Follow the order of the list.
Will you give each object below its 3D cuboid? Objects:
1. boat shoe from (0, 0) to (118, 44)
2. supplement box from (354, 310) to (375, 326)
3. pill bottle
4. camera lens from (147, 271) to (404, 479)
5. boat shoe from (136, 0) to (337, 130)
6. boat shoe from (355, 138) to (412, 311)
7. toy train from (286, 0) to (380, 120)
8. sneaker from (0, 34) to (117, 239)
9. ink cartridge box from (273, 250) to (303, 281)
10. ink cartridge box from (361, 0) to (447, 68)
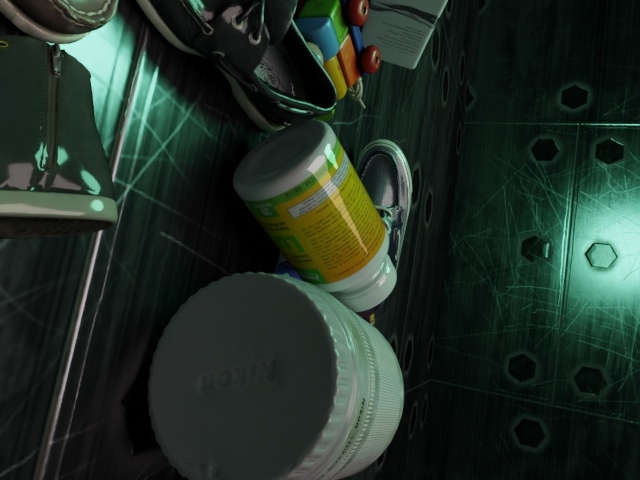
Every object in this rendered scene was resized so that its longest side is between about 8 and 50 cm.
[{"bbox_3d":[-0.171,-0.284,0.258,0.116,0.097,0.324,-45,136,-56],"label":"boat shoe"},{"bbox_3d":[0.097,0.207,1.085,0.055,0.043,0.083,-19,112,-63],"label":"supplement box"},{"bbox_3d":[0.007,-0.019,0.619,0.245,0.136,0.136,56,43,-33],"label":"pill bottle"},{"bbox_3d":[-0.031,0.167,0.548,0.274,0.219,0.219,45,54,-61],"label":"camera lens"},{"bbox_3d":[-0.069,-0.222,0.491,0.340,0.113,0.127,50,50,-60],"label":"boat shoe"},{"bbox_3d":[0.112,-0.022,0.940,0.158,0.127,0.340,-54,145,-67],"label":"boat shoe"},{"bbox_3d":[0.023,-0.242,0.728,0.143,0.105,0.248,-66,152,-22],"label":"toy train"},{"bbox_3d":[-0.222,-0.063,0.248,0.222,0.083,0.118,1,76,-60],"label":"sneaker"},{"bbox_3d":[0.000,0.000,0.799,0.223,0.045,0.224,32,67,-65],"label":"ink cartridge box"},{"bbox_3d":[0.173,-0.497,0.824,0.307,0.129,0.223,113,-7,-71],"label":"ink cartridge box"}]
